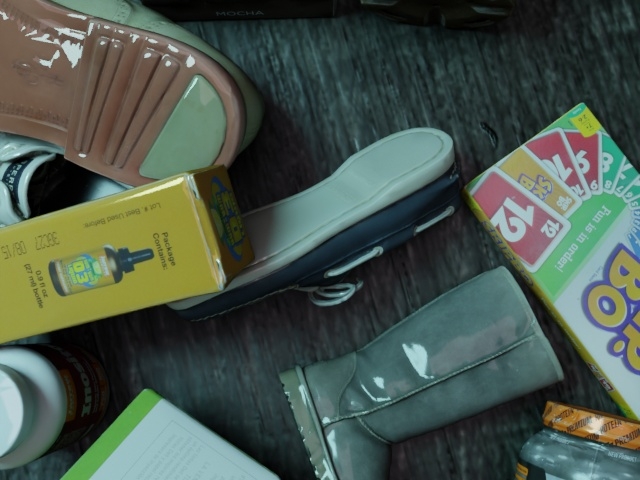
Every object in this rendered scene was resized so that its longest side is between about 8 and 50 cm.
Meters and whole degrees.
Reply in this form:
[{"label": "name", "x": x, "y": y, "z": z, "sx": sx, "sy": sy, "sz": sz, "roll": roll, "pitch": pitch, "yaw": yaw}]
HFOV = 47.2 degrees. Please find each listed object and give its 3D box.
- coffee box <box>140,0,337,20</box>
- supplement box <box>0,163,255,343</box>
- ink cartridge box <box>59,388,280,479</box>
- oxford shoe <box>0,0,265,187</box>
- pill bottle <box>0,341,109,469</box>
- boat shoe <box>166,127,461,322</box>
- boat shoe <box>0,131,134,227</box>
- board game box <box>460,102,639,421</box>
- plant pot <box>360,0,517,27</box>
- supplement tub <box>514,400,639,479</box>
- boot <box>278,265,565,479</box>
[{"label": "coffee box", "x": -0.071, "y": -0.344, "z": 0.603, "sx": 0.168, "sy": 0.119, "sz": 0.297, "roll": -2, "pitch": 83, "yaw": 0}, {"label": "supplement box", "x": -0.168, "y": 0.015, "z": 0.500, "sx": 0.234, "sy": 0.080, "sz": 0.078, "roll": -14, "pitch": 98, "yaw": 16}, {"label": "ink cartridge box", "x": -0.078, "y": 0.252, "z": 0.486, "sx": 0.255, "sy": 0.097, "sz": 0.189, "roll": 31, "pitch": 53, "yaw": 13}, {"label": "oxford shoe", "x": -0.230, "y": -0.155, "z": 0.580, "sx": 0.397, "sy": 0.146, "sz": 0.140, "roll": 28, "pitch": 110, "yaw": 2}, {"label": "pill bottle", "x": -0.217, "y": 0.119, "z": 0.535, "sx": 0.086, "sy": 0.152, "sz": 0.086, "roll": 0, "pitch": 84, "yaw": 1}, {"label": "boat shoe", "x": 0.000, "y": 0.000, "z": 0.574, "sx": 0.255, "sy": 0.095, "sz": 0.079, "roll": -32, "pitch": 125, "yaw": -15}, {"label": "boat shoe", "x": -0.226, "y": -0.042, "z": 0.586, "sx": 0.268, "sy": 0.088, "sz": 0.096, "roll": 26, "pitch": 85, "yaw": 4}, {"label": "board game box", "x": 0.241, "y": 0.027, "z": 0.600, "sx": 0.124, "sy": 0.039, "sz": 0.259, "roll": -36, "pitch": 87, "yaw": -2}, {"label": "plant pot", "x": 0.101, "y": -0.266, "z": 0.580, "sx": 0.167, "sy": 0.167, "sz": 0.165, "roll": 7, "pitch": 92, "yaw": 2}, {"label": "supplement tub", "x": 0.194, "y": 0.221, "z": 0.534, "sx": 0.117, "sy": 0.117, "sz": 0.190, "roll": 13, "pitch": 85, "yaw": 2}, {"label": "boot", "x": 0.091, "y": 0.141, "z": 0.576, "sx": 0.209, "sy": 0.076, "sz": 0.189, "roll": -20, "pitch": 85, "yaw": -8}]
